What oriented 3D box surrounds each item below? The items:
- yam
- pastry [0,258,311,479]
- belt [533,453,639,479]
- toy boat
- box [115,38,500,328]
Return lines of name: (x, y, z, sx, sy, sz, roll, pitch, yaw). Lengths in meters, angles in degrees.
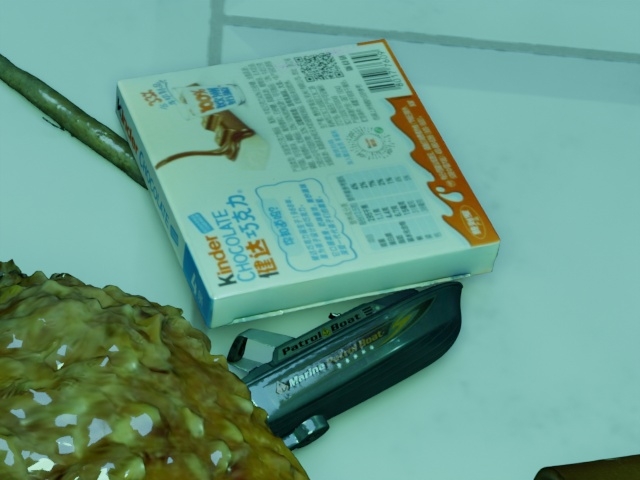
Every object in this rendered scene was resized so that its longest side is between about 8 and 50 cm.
yam: (-0.235, -0.116, 1.773, 0.234, 0.027, 0.029, 35, 86, 15)
pastry: (-0.187, 0.222, 1.400, 0.405, 0.292, 0.337, 48, 46, 13)
belt: (0.253, 0.320, 1.452, 0.122, 0.217, 0.338, -6, 60, -12)
toy boat: (0.022, 0.092, 1.638, 0.246, 0.093, 0.103, -27, 73, -23)
box: (-0.016, -0.057, 1.723, 0.265, 0.048, 0.273, -10, 50, -19)
